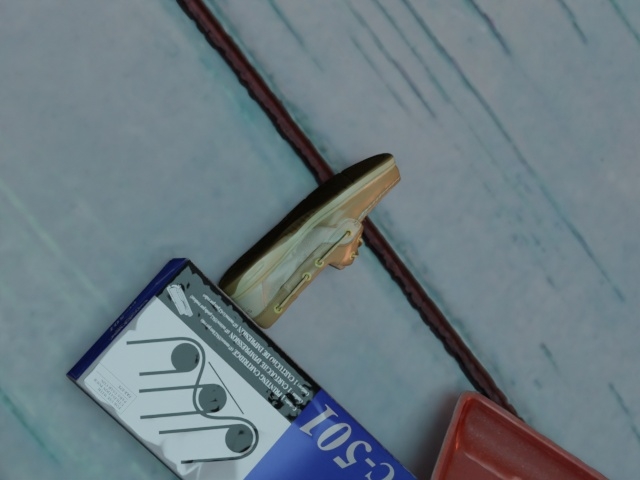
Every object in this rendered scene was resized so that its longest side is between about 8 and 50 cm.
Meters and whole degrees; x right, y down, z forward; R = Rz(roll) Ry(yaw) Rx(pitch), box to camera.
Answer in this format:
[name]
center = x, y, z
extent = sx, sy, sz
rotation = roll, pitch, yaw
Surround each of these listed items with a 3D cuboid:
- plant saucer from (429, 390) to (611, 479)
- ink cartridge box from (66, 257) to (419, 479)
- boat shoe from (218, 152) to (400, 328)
[plant saucer]
center = 0.143, 0.262, 0.832
extent = 0.259, 0.048, 0.258
rotation = 34, 51, -11
[ink cartridge box]
center = -0.043, 0.115, 0.822
extent = 0.207, 0.046, 0.097
rotation = 44, 77, -13
[boat shoe]
center = 0.000, 0.000, 0.841
extent = 0.135, 0.050, 0.045
rotation = -40, 105, -5
